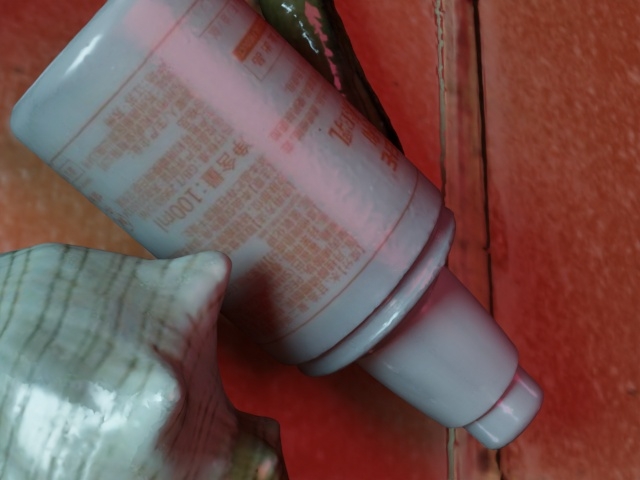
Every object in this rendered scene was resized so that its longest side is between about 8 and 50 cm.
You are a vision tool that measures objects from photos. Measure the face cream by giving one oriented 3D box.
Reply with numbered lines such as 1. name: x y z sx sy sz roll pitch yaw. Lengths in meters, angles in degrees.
1. face cream: 0.000 0.000 0.461 0.252 0.101 0.101 42 51 -14

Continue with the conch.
1. conch: -0.069 0.051 0.385 0.234 0.114 0.137 56 35 5

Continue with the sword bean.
1. sword bean: -0.014 -0.119 0.549 0.269 0.038 0.043 67 16 7
